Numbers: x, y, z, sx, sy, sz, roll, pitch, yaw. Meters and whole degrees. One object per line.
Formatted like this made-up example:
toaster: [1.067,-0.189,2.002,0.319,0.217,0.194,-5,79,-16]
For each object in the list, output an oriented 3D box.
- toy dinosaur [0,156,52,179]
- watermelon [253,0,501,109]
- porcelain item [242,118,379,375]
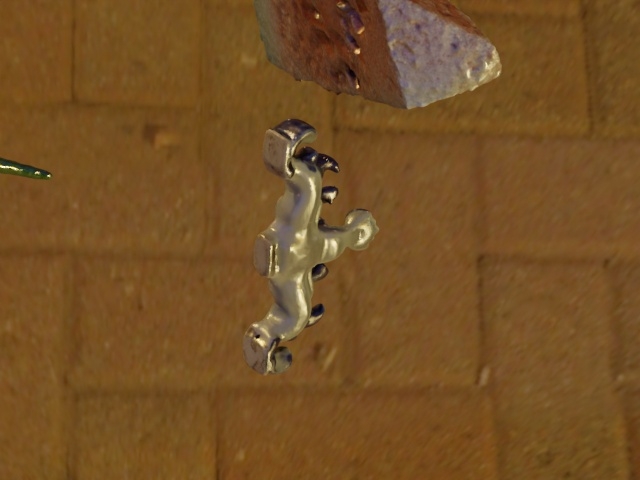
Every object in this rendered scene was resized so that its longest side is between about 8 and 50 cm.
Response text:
toy dinosaur: [-0.360,-0.141,1.082,0.447,0.300,0.087,-2,40,-37]
watermelon: [0.029,-0.152,0.988,0.094,0.154,0.241,-27,36,-10]
porcelain item: [0.000,0.000,0.794,0.075,0.136,0.021,-14,33,-38]
